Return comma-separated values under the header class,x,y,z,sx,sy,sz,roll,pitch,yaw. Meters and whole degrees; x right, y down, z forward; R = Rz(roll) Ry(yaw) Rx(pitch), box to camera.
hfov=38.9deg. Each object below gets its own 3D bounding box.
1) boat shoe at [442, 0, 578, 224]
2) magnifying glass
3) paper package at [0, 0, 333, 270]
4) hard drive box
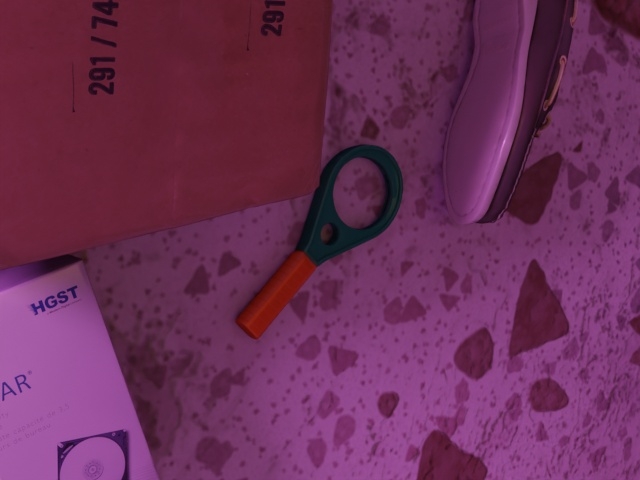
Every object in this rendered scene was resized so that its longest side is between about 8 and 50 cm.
class,x,y,z,sx,sy,sz,roll,pitch,yaw
boat shoe,0.204,-0.158,0.946,0.091,0.109,0.305,15,83,-29
magnifying glass,0.000,0.000,0.883,0.231,0.026,0.092,-51,120,-20
paper package,-0.148,-0.173,0.630,0.309,0.168,0.325,-16,121,-33
hard drive box,-0.242,0.147,0.700,0.181,0.089,0.232,-26,109,-29
